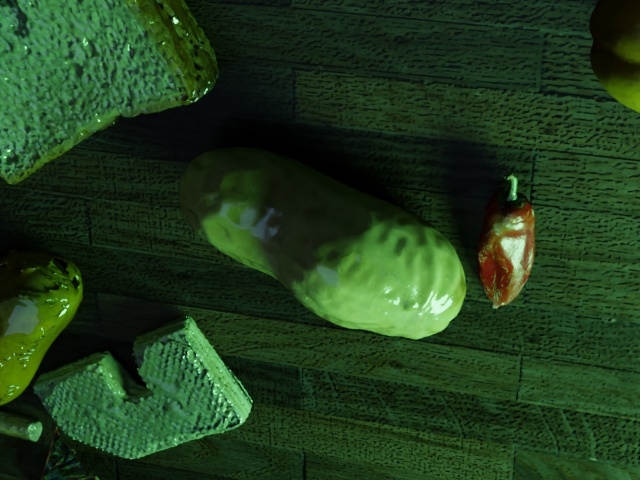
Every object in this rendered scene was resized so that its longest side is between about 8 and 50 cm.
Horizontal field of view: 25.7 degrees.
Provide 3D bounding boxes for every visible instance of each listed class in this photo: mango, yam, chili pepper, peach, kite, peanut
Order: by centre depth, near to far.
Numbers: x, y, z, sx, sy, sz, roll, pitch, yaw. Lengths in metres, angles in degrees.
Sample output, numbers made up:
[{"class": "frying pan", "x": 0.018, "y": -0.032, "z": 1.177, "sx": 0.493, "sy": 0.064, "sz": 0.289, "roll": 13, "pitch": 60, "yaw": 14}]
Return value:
[{"class": "peach", "x": 0.303, "y": -0.175, "z": 1.237, "sx": 0.138, "sy": 0.138, "sz": 0.138, "roll": 8, "pitch": 122, "yaw": 14}, {"class": "chili pepper", "x": 0.190, "y": 0.001, "z": 1.427, "sx": 0.059, "sy": 0.050, "sz": 0.191, "roll": 10, "pitch": 134, "yaw": 9}, {"class": "peanut", "x": 0.000, "y": 0.000, "z": 1.431, "sx": 0.319, "sy": 0.147, "sz": 0.147, "roll": 27, "pitch": 124, "yaw": 2}, {"class": "mango", "x": -0.365, "y": 0.101, "z": 1.612, "sx": 0.248, "sy": 0.151, "sz": 0.156, "roll": -31, "pitch": 72, "yaw": 34}, {"class": "yam", "x": -0.424, "y": 0.222, "z": 1.778, "sx": 0.145, "sy": 0.032, "sz": 0.032, "roll": 17, "pitch": 123, "yaw": 10}, {"class": "kite", "x": -0.299, "y": 0.315, "z": 1.779, "sx": 0.189, "sy": 0.009, "sz": 0.232, "roll": -8, "pitch": 129, "yaw": 35}]

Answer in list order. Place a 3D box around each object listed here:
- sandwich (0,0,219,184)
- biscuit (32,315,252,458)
[{"class": "sandwich", "x": -0.273, "y": -0.211, "z": 1.427, "sx": 0.288, "sy": 0.100, "sz": 0.254, "roll": -23, "pitch": 116, "yaw": 29}, {"class": "biscuit", "x": -0.216, "y": 0.186, "z": 1.676, "sx": 0.250, "sy": 0.046, "sz": 0.147, "roll": -20, "pitch": 112, "yaw": 27}]
